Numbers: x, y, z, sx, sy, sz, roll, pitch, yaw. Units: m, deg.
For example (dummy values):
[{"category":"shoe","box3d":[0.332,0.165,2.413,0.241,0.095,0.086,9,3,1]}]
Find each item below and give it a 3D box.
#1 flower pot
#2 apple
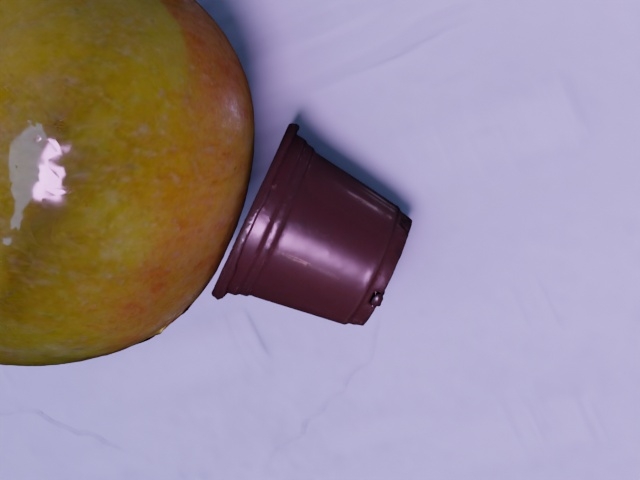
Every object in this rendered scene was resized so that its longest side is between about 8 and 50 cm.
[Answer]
[{"category":"flower pot","box3d":[0.000,0.000,0.843,0.089,0.111,0.111,24,122,-3]},{"category":"apple","box3d":[-0.160,-0.048,0.824,0.261,0.194,0.260,4,97,35]}]
